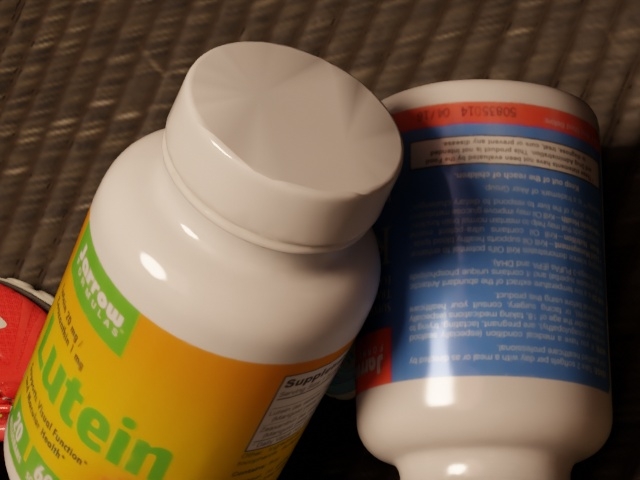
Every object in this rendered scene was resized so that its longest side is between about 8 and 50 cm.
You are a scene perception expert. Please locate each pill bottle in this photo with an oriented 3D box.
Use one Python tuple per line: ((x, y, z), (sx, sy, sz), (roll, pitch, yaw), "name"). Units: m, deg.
((0.078, 0.044, 0.834), (0.124, 0.124, 0.221), (-8, 72, 24), "pill bottle")
((-0.054, 0.033, 0.810), (0.136, 0.136, 0.245), (51, 134, 28), "pill bottle")

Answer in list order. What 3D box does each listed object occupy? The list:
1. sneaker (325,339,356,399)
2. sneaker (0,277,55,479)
((0.000, 0.000, 0.915), (0.063, 0.073, 0.162), (-19, 68, 21), "sneaker")
((-0.161, 0.104, 0.940), (0.107, 0.118, 0.279), (-50, 61, 5), "sneaker")
